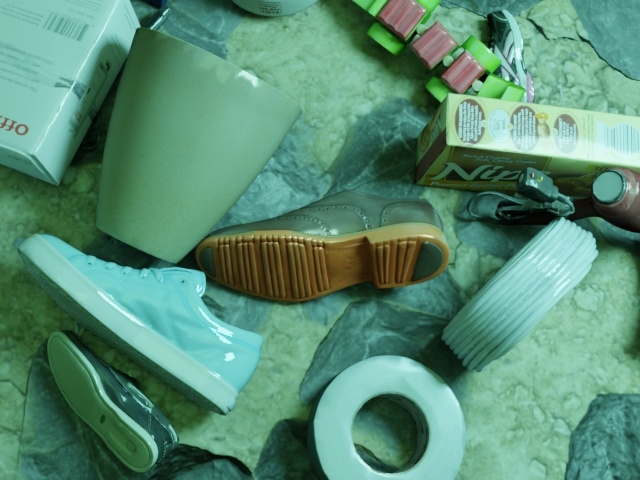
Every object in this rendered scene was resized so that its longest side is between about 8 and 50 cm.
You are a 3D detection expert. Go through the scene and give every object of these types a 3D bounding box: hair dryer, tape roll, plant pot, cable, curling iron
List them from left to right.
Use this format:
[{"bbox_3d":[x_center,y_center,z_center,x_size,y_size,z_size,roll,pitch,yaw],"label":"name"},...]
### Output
[{"bbox_3d":[-0.307,-0.246,1.511,0.068,0.035,0.274,31,74,3],"label":"curling iron"},{"bbox_3d":[-0.201,-0.117,1.407,0.257,0.256,0.274,26,90,-2],"label":"plant pot"},{"bbox_3d":[0.092,0.275,1.420,0.219,0.072,0.219,2,74,-8],"label":"tape roll"},{"bbox_3d":[0.280,0.073,1.406,0.257,0.257,0.089,-43,81,-10],"label":"cable"},{"bbox_3d":[0.386,-0.060,1.478,0.294,0.223,0.080,12,80,-10],"label":"hair dryer"}]

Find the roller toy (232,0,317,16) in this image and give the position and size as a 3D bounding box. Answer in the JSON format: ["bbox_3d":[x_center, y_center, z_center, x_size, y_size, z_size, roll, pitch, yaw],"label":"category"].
[{"bbox_3d":[-0.074,-0.450,1.545,0.209,0.146,0.191,-40,76,-11],"label":"roller toy"}]

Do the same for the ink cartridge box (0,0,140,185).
[{"bbox_3d":[-0.417,-0.248,1.432,0.207,0.117,0.282,21,73,11],"label":"ink cartridge box"}]

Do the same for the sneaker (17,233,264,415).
[{"bbox_3d":[-0.241,0.084,1.395,0.366,0.135,0.150,38,68,-8],"label":"sneaker"}]

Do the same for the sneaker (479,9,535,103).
[{"bbox_3d":[0.287,-0.286,1.602,0.077,0.072,0.178,-11,72,-1],"label":"sneaker"}]

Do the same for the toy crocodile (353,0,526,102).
[{"bbox_3d":[0.171,-0.307,1.548,0.340,0.105,0.115,44,101,5],"label":"toy crocodile"}]

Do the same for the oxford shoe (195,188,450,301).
[{"bbox_3d":[0.000,0.000,1.473,0.364,0.129,0.132,-1,43,-3],"label":"oxford shoe"}]

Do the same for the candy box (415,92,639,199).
[{"bbox_3d":[0.317,-0.132,1.504,0.317,0.183,0.087,7,74,-7],"label":"candy box"}]

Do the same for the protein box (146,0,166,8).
[{"bbox_3d":[-0.249,-0.500,1.501,0.136,0.200,0.201,26,72,-2],"label":"protein box"}]

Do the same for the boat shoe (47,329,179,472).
[{"bbox_3d":[-0.290,0.214,1.384,0.233,0.084,0.079,46,35,11],"label":"boat shoe"}]
